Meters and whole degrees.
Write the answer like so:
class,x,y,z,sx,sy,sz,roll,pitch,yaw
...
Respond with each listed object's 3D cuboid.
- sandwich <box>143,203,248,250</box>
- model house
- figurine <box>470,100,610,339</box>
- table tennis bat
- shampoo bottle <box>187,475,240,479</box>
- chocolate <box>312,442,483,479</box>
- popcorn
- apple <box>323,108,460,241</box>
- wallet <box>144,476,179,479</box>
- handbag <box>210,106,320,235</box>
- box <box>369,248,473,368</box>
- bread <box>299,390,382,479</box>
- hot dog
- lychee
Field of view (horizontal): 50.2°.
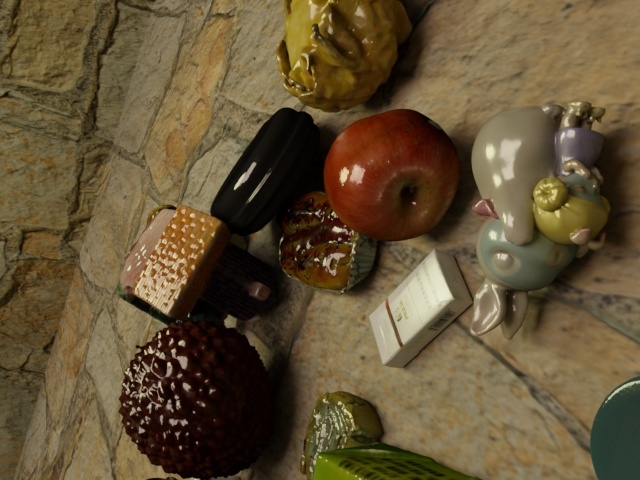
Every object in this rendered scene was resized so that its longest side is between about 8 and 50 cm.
class,x,y,z,sx,sy,sz,roll,pitch,yaw
sandwich,-0.272,0.033,1.420,0.065,0.215,0.186,21,95,61
model house,-0.223,0.077,1.264,0.202,0.237,0.237,-58,24,-13
figurine,0.226,-0.014,0.715,0.155,0.127,0.235,-5,77,48
table tennis bat,0.304,0.150,0.591,0.124,0.033,0.201,38,112,56
shampoo bottle,-0.201,0.453,1.228,0.072,0.099,0.043,-62,33,21
chocolate,0.085,0.395,0.739,0.289,0.137,0.300,-1,76,59
popcorn,0.030,-0.328,1.101,0.250,0.190,0.250,21,119,44
apple,0.093,-0.090,0.921,0.199,0.199,0.199,-32,50,50
wallet,-0.134,0.488,1.017,0.335,0.068,0.274,-10,102,46
handbag,-0.105,-0.129,1.258,0.253,0.093,0.308,-61,14,-14
box,0.128,0.092,0.902,0.154,0.040,0.084,-52,40,35
bread,0.023,0.293,0.962,0.117,0.064,0.156,20,93,61
hot dog,0.000,0.000,1.118,0.270,0.082,0.162,13,89,59
lychee,-0.208,0.263,1.160,0.300,0.264,0.264,40,114,29
